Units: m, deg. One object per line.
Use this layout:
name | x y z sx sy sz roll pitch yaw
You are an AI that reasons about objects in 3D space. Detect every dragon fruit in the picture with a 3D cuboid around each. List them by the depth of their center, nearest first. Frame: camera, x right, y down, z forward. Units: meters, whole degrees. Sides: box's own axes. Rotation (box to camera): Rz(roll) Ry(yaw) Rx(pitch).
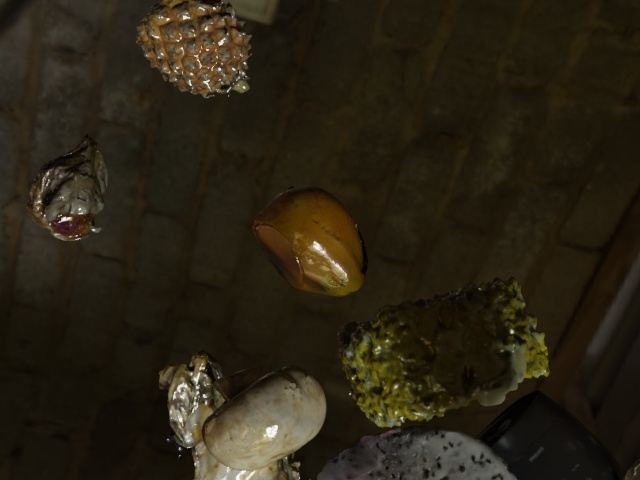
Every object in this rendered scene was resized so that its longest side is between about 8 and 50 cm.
dragon fruit | 0.122 0.367 1.285 0.204 0.283 0.221 60 -1 30

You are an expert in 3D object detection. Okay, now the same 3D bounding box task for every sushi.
sushi | 0.237 0.220 1.958 0.351 0.397 0.240 -28 -102 65

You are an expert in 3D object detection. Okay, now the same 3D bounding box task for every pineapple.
pineapple | -0.182 -0.300 1.529 0.166 0.193 0.166 -43 -165 15

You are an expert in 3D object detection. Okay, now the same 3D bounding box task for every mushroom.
mushroom | -0.073 0.219 1.255 0.127 0.166 0.166 63 -13 6

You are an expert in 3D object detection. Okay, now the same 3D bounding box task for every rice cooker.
rice cooker | 0.344 0.391 1.592 0.267 0.224 0.267 -43 174 -6

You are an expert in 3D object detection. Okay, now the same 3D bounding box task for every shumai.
shumai | -0.543 -0.093 2.252 0.218 0.185 0.184 -42 159 -19

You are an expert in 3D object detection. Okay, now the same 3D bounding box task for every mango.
mango | 0.000 0.000 1.881 0.166 0.236 0.136 -38 -169 -29

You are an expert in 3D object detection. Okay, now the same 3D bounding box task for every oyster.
oyster | -0.152 0.318 1.571 0.198 0.337 0.133 -26 -148 18

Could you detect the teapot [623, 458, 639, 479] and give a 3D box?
teapot | 0.561 0.393 1.493 0.163 0.178 0.221 36 -48 35
